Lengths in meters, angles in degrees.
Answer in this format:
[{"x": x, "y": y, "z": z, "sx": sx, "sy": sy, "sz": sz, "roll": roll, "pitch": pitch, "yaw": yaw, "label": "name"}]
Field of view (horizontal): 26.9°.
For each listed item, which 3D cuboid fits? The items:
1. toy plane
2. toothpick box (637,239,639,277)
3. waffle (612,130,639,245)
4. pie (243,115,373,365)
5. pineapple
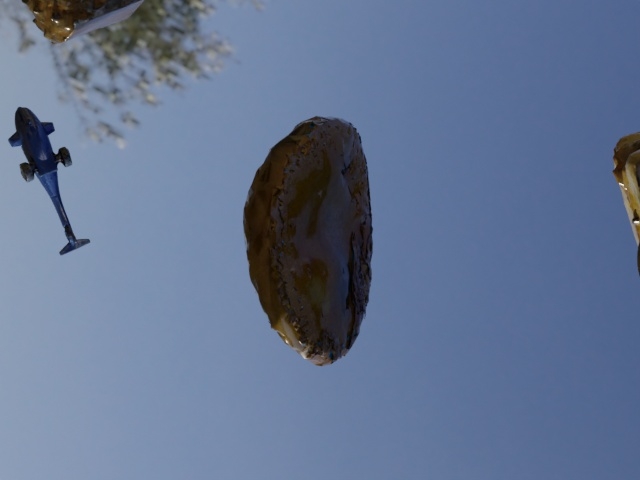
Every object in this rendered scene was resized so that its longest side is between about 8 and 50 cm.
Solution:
[{"x": -0.288, "y": -0.064, "z": 1.419, "sx": 0.054, "sy": 0.167, "sz": 0.062, "roll": -24, "pitch": -163, "yaw": -18, "label": "toy plane"}, {"x": 0.420, "y": 0.023, "z": 1.351, "sx": 0.181, "sy": 0.111, "sz": 0.111, "roll": 13, "pitch": -102, "yaw": 58, "label": "toothpick box"}, {"x": 0.496, "y": 0.028, "z": 1.532, "sx": 0.261, "sy": 0.376, "sz": 0.114, "roll": -19, "pitch": -163, "yaw": -3, "label": "waffle"}, {"x": -0.001, "y": -0.001, "z": 1.411, "sx": 0.069, "sy": 0.273, "sz": 0.273, "roll": 0, "pitch": -118, "yaw": 28, "label": "pie"}, {"x": -0.237, "y": -0.295, "z": 1.158, "sx": 0.111, "sy": 0.237, "sz": 0.119, "roll": -23, "pitch": -171, "yaw": -1, "label": "pineapple"}]
